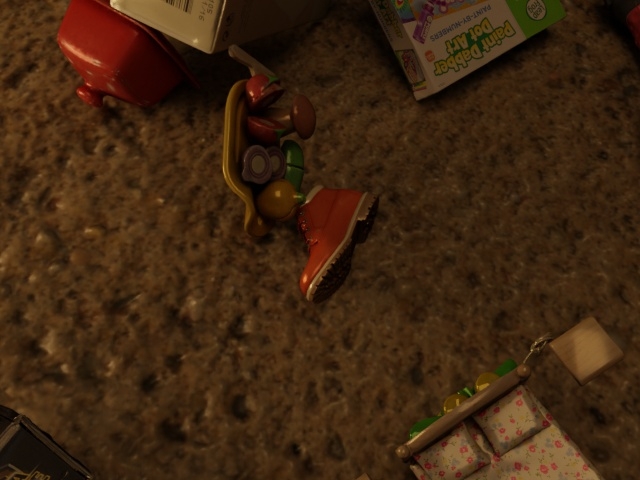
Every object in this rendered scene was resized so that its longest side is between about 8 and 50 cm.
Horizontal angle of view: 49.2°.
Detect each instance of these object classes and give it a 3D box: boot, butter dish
[{"bbox_3d":[0.000,0.000,0.776,0.085,0.059,0.158,19,52,13],"label":"boot"},{"bbox_3d":[-0.254,-0.217,0.859,0.160,0.160,0.118,34,87,17],"label":"butter dish"}]

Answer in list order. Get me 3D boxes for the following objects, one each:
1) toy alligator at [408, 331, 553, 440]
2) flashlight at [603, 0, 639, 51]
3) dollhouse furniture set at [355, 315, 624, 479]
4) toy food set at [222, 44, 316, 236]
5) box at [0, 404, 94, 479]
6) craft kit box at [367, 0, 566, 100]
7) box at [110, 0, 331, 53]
[{"bbox_3d":[0.173,0.157,0.684,0.190,0.056,0.051,-29,65,-18],"label":"toy alligator"},{"bbox_3d":[0.444,-0.252,0.917,0.103,0.103,0.304,-7,61,-3],"label":"flashlight"},{"bbox_3d":[0.163,0.257,0.503,0.355,0.174,0.303,-35,66,-3],"label":"dollhouse furniture set"},{"bbox_3d":[-0.048,-0.114,0.775,0.071,0.128,0.218,-6,75,21],"label":"toy food set"},{"bbox_3d":[-0.314,0.247,0.484,0.073,0.293,0.295,46,62,-15],"label":"box"},{"bbox_3d":[0.174,-0.350,0.920,0.250,0.061,0.246,-33,103,-20],"label":"craft kit box"},{"bbox_3d":[-0.095,-0.334,0.854,0.148,0.121,0.311,28,32,13],"label":"box"}]
